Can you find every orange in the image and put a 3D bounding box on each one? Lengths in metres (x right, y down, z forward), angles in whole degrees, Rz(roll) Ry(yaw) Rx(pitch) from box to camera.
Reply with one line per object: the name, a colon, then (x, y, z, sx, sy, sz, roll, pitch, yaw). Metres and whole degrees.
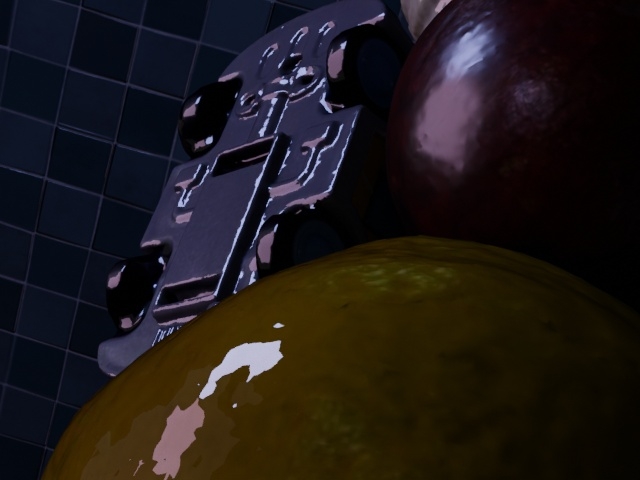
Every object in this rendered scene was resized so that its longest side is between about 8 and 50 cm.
orange: (0.019, 0.133, 0.446, 0.279, 0.235, 0.279, 13, -90, -85)

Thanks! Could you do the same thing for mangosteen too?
mangosteen: (0.124, -0.048, 0.560, 0.200, 0.200, 0.200, 17, -90, -87)

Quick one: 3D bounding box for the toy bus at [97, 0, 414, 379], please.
toy bus: (0.000, 0.000, 0.649, 0.126, 0.136, 0.209, -15, 46, 42)

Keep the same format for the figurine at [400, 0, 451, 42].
figurine: (0.158, -0.214, 0.845, 0.332, 0.204, 0.185, 98, 161, -53)
